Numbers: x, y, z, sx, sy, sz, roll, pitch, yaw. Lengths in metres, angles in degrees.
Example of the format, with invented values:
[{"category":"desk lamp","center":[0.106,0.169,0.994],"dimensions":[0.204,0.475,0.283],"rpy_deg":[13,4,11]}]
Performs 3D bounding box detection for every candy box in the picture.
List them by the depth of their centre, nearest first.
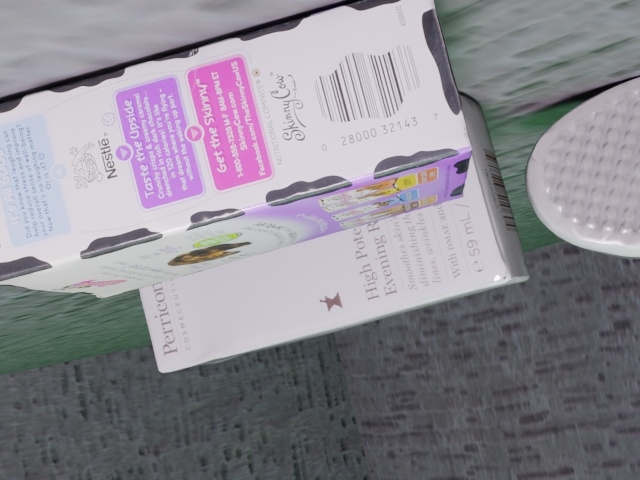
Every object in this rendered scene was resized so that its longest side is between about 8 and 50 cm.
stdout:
[{"category":"candy box","center":[-0.037,-0.033,0.487],"dimensions":[0.196,0.070,0.165],"rpy_deg":[-15,174,4]}]

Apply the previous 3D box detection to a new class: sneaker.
[{"category":"sneaker","center":[0.294,-0.060,0.760],"dimensions":[0.321,0.126,0.127],"rpy_deg":[-16,169,-1]}]

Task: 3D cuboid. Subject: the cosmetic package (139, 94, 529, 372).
[{"category":"cosmetic package","center":[0.000,0.000,0.679],"dimensions":[0.231,0.117,0.085],"rpy_deg":[-18,173,19]}]
